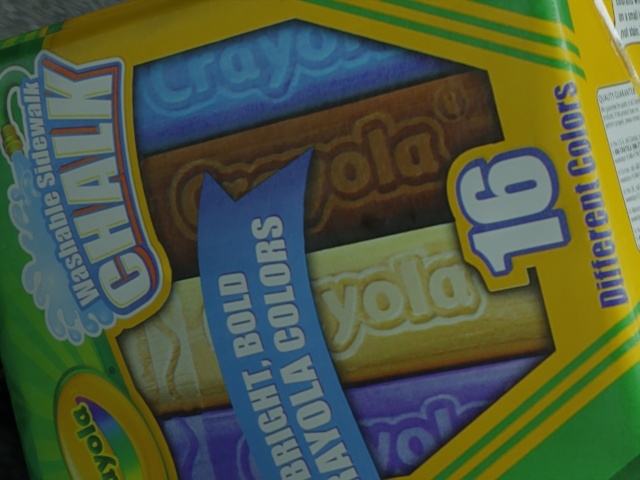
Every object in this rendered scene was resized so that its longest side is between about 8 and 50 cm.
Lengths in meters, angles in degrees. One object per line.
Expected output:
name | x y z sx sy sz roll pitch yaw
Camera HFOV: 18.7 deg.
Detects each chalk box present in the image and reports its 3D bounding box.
chalk box | 0.000 0.000 0.664 0.289 0.179 0.180 -11 2 30
